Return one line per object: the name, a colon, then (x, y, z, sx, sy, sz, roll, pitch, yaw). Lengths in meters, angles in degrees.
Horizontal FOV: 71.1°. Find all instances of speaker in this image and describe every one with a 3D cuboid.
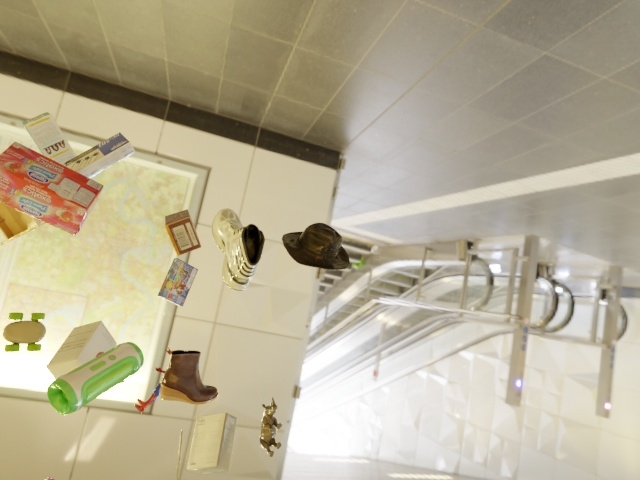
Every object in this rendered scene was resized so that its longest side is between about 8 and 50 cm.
speaker: (-0.746, 0.455, 1.509, 0.131, 0.131, 0.296, 7, -163, 24)

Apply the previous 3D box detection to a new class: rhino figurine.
rhino figurine: (-0.224, 0.815, 1.982, 0.073, 0.244, 0.106, 1, -177, -37)

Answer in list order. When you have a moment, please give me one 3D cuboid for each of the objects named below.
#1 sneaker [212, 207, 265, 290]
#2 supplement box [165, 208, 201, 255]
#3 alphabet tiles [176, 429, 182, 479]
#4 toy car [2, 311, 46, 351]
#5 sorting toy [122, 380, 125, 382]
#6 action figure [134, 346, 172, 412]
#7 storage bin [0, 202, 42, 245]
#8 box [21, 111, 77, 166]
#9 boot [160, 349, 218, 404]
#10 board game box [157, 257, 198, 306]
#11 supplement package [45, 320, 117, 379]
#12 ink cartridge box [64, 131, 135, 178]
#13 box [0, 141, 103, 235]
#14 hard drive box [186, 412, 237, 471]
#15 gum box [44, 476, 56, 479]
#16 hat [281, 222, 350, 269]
sneaker: (-0.342, -0.025, 1.989, 0.169, 0.448, 0.257, 11, 133, -36)
supplement box: (-0.446, -0.030, 1.448, 0.080, 0.104, 0.188, -21, -162, -14)
alphabet tiles: (-0.730, 1.119, 2.308, 0.009, 0.238, 0.198, 6, -171, -16)
toy car: (-1.241, 0.383, 1.867, 0.148, 0.155, 0.188, 9, 164, -37)
sorting toy: (-0.994, 0.679, 2.224, 0.062, 0.012, 0.083, 52, -172, 13)
action figure: (-0.669, 0.562, 1.866, 0.139, 0.280, 0.091, 46, 131, 6)
storage bin: (-1.227, -0.146, 1.763, 0.260, 0.263, 0.123, -21, -163, 19)
box: (-1.008, -0.351, 1.700, 0.060, 0.100, 0.244, 29, 144, 45)
boot: (-0.505, 0.546, 1.795, 0.248, 0.207, 0.090, 13, -169, -32)
board game box: (-0.700, 0.206, 2.207, 0.035, 0.201, 0.136, -2, 150, 41)
supplement package: (-1.216, 0.586, 2.299, 0.175, 0.178, 0.293, -15, -151, 8)
ink cartridge box: (-0.733, -0.277, 1.491, 0.097, 0.207, 0.046, 38, 156, 37)
box: (-0.777, -0.144, 1.265, 0.256, 0.128, 0.123, 29, 125, -21)
hard drive box: (-0.493, 0.925, 2.043, 0.181, 0.232, 0.089, -17, 137, 24)
gum box: (-0.832, 0.863, 1.433, 0.188, 0.062, 0.107, 48, -170, -22)
hat: (0.000, 0.000, 2.001, 0.331, 0.134, 0.331, 18, -151, -10)
